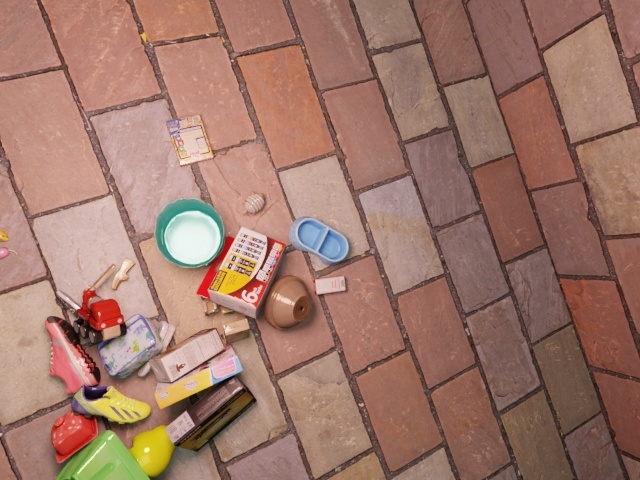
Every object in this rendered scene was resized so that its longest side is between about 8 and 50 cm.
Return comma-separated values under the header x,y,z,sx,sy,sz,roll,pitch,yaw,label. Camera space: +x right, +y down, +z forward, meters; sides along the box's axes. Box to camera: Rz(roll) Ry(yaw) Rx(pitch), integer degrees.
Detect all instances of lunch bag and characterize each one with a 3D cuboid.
x,y,z,sx,sy,sz,roll,pitch,yaw,label
-0.737,0.404,1.588,0.218,0.090,0.176,-37,62,-7,lunch bag

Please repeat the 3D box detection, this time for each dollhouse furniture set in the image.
x,y,z,sx,sy,sz,roll,pitch,yaw,label
-0.382,0.292,1.743,0.211,0.161,0.242,-13,68,-18,dollhouse furniture set

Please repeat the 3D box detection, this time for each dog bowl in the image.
x,y,z,sx,sy,sz,roll,pitch,yaw,label
0.000,0.000,1.889,0.297,0.074,0.166,29,79,-12,dog bowl

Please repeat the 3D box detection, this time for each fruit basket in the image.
x,y,z,sx,sy,sz,roll,pitch,yaw,label
-0.719,0.859,1.554,0.392,0.282,0.393,36,39,-36,fruit basket

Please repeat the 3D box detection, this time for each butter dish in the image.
x,y,z,sx,sy,sz,roll,pitch,yaw,label
-0.921,0.687,1.504,0.159,0.160,0.118,-34,128,-17,butter dish

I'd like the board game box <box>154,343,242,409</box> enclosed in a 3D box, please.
x,y,z,sx,sy,sz,roll,pitch,yaw,label
-0.478,0.525,1.619,0.316,0.242,0.064,-22,94,-17,board game box

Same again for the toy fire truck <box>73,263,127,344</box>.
x,y,z,sx,sy,sz,roll,pitch,yaw,label
-0.812,0.229,1.534,0.158,0.216,0.247,-13,106,-48,toy fire truck

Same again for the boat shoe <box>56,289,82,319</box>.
x,y,z,sx,sy,sz,roll,pitch,yaw,label
-0.969,0.250,1.589,0.142,0.049,0.040,46,76,-11,boat shoe

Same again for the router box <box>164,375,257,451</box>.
x,y,z,sx,sy,sz,roll,pitch,yaw,label
-0.420,0.685,1.627,0.308,0.243,0.081,-38,61,-15,router box

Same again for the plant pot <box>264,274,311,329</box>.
x,y,z,sx,sy,sz,roll,pitch,yaw,label
-0.116,0.275,1.757,0.237,0.109,0.238,-15,111,-46,plant pot

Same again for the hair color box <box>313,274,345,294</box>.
x,y,z,sx,sy,sz,roll,pitch,yaw,label
0.041,0.205,1.903,0.141,0.043,0.072,-5,88,-16,hair color box

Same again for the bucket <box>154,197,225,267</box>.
x,y,z,sx,sy,sz,roll,pitch,yaw,label
-0.522,-0.023,1.667,0.280,0.183,0.282,1,85,-13,bucket

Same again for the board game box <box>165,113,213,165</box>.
x,y,z,sx,sy,sz,roll,pitch,yaw,label
-0.559,-0.428,1.762,0.146,0.045,0.194,-18,92,-18,board game box

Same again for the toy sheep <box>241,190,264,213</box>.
x,y,z,sx,sy,sz,roll,pitch,yaw,label
-0.297,-0.161,1.805,0.091,0.091,0.132,45,70,-9,toy sheep

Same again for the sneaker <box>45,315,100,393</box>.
x,y,z,sx,sy,sz,roll,pitch,yaw,label
-0.967,0.436,1.542,0.136,0.116,0.314,-29,95,-15,sneaker

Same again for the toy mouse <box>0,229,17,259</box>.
x,y,z,sx,sy,sz,roll,pitch,yaw,label
-1.230,0.029,1.532,0.161,0.031,0.143,39,76,-11,toy mouse

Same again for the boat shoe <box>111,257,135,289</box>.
x,y,z,sx,sy,sz,roll,pitch,yaw,label
-0.790,0.138,1.650,0.045,0.050,0.136,24,80,-9,boat shoe

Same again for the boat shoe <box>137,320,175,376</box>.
x,y,z,sx,sy,sz,roll,pitch,yaw,label
-0.652,0.442,1.654,0.075,0.083,0.227,33,77,-42,boat shoe

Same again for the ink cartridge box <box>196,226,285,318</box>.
x,y,z,sx,sy,sz,roll,pitch,yaw,label
-0.324,0.117,1.676,0.271,0.130,0.310,20,59,2,ink cartridge box

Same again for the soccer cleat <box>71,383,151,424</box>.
x,y,z,sx,sy,sz,roll,pitch,yaw,label
-0.784,0.618,1.566,0.288,0.093,0.121,23,97,-29,soccer cleat

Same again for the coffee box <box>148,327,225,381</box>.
x,y,z,sx,sy,sz,roll,pitch,yaw,label
-0.521,0.447,1.617,0.246,0.141,0.098,-27,95,-44,coffee box
